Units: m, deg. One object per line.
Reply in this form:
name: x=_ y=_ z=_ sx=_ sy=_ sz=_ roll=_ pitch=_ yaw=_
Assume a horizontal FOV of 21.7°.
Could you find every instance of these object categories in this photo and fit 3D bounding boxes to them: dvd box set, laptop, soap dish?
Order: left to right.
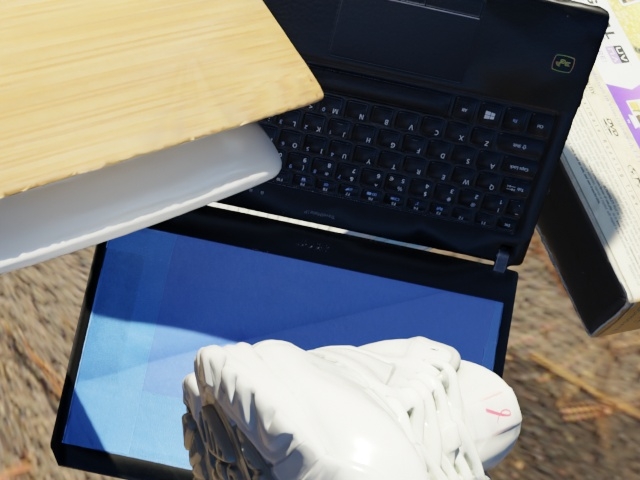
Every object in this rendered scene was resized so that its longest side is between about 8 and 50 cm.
soap dish: x=-0.178 y=-0.049 z=0.693 sx=0.291 sy=0.229 sz=0.118 roll=-22 pitch=105 yaw=-48
laptop: x=0.000 y=0.000 z=0.846 sx=0.234 sy=0.137 sz=0.264 roll=12 pitch=129 yaw=-4
dvd box set: x=0.321 y=-0.098 z=1.298 sx=0.420 sy=0.062 sz=0.308 roll=-9 pitch=64 yaw=-31

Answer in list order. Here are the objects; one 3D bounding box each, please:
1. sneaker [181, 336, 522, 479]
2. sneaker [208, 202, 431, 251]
sneaker: x=0.017 y=0.065 z=0.559 sx=0.115 sy=0.232 sz=0.090 roll=-14 pitch=92 yaw=-9
sneaker: x=0.038 y=-0.019 z=1.552 sx=0.365 sy=0.150 sz=0.135 roll=-21 pitch=52 yaw=5
